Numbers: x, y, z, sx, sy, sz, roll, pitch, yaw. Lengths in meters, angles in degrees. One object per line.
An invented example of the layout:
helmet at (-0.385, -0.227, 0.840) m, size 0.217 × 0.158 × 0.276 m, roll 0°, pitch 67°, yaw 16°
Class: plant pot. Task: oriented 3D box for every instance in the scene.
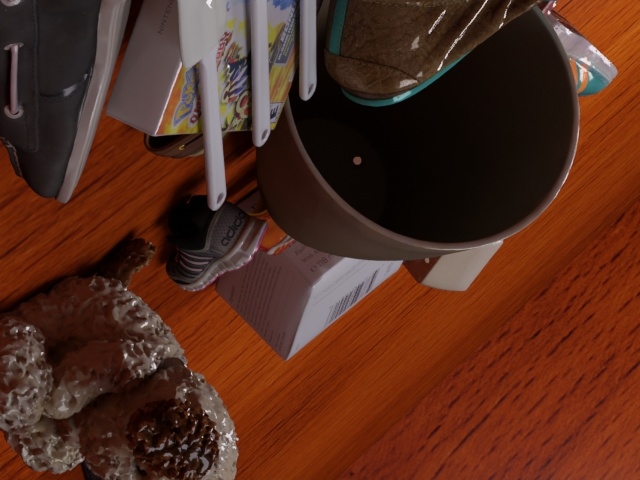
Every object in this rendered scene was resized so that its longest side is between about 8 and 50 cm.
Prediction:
plant pot at (0.047, -0.086, 1.418) m, size 0.256 × 0.256 × 0.274 m, roll -40°, pitch -178°, yaw -23°
plant pot at (0.163, 0.004, 2.245) m, size 0.096 × 0.109 × 0.109 m, roll -11°, pitch 145°, yaw -46°

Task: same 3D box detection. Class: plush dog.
plush dog at (-0.160, 0.139, 1.413) m, size 0.210 × 0.225 × 0.262 m, roll -42°, pitch 166°, yaw -14°

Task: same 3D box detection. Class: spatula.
spatula at (-0.036, -0.138, 1.083) m, size 0.168 × 0.019 × 0.242 m, roll -53°, pitch 158°, yaw -31°

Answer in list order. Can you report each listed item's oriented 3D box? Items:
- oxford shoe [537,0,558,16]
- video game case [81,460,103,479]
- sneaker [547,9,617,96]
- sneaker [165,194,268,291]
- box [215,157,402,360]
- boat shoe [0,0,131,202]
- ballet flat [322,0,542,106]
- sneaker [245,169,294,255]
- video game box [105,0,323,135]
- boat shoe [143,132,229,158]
oxford shoe at (0.165, -0.292, 1.420) m, size 0.130 × 0.123 × 0.348 m, roll 9°, pitch 122°, yaw -47°
video game case at (-0.173, 0.351, 1.879) m, size 0.026 × 0.274 × 0.196 m, roll -43°, pitch 166°, yaw -19°
sneaker at (0.253, -0.205, 1.909) m, size 0.121 × 0.108 × 0.302 m, roll -48°, pitch 158°, yaw 13°
sneaker at (-0.112, -0.004, 1.509) m, size 0.063 × 0.075 × 0.170 m, roll -58°, pitch -165°, yaw -24°
box at (0.000, 0.000, 1.707) m, size 0.181 × 0.119 × 0.182 m, roll -38°, pitch 164°, yaw -26°
boat shoe at (-0.161, -0.137, 0.954) m, size 0.335 × 0.095 × 0.112 m, roll 119°, pitch -15°, yaw -58°
ballet flat at (0.129, -0.226, 1.244) m, size 0.342 × 0.116 × 0.124 m, roll -32°, pitch 130°, yaw -30°
sneaker at (-0.021, -0.067, 1.587) m, size 0.175 × 0.067 × 0.064 m, roll -56°, pitch -168°, yaw -30°
video game box at (-0.051, -0.172, 1.102) m, size 0.187 × 0.048 × 0.205 m, roll -10°, pitch 124°, yaw -64°
boat shoe at (-0.075, -0.127, 1.241) m, size 0.178 × 0.064 × 0.060 m, roll -51°, pitch 168°, yaw 30°
